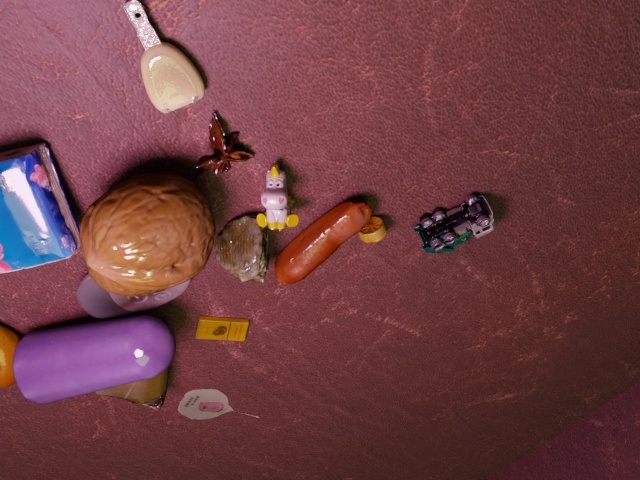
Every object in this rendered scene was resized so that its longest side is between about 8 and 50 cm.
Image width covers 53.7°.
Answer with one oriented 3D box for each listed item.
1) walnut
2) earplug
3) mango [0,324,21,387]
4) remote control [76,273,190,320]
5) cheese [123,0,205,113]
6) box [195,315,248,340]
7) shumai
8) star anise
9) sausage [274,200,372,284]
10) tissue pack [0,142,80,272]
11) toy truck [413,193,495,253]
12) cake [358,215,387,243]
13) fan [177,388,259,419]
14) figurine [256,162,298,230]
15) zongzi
[{"bbox_3d":[-0.413,-0.012,1.510,0.332,0.333,0.333,-6,131,-7],"label":"walnut"},{"bbox_3d":[-0.609,0.318,1.757,0.455,0.215,0.215,-13,133,21],"label":"earplug"},{"bbox_3d":[-0.934,0.331,1.837,0.151,0.120,0.221,2,122,-11],"label":"mango"},{"bbox_3d":[-0.514,0.123,1.753,0.332,0.103,0.221,-28,135,14],"label":"remote control"},{"bbox_3d":[-0.352,-0.401,1.371,0.127,0.054,0.251,-22,130,3],"label":"cheese"},{"bbox_3d":[-0.308,0.277,1.981,0.155,0.023,0.087,6,131,-16],"label":"box"},{"bbox_3d":[-0.180,0.025,1.723,0.184,0.184,0.142,-41,149,23],"label":"shumai"},{"bbox_3d":[-0.265,-0.211,1.557,0.158,0.144,0.140,37,71,-41],"label":"star anise"},{"bbox_3d":[0.000,0.000,1.759,0.348,0.094,0.097,-42,139,21],"label":"sausage"},{"bbox_3d":[-0.707,-0.074,1.485,0.209,0.137,0.270,-12,113,-2],"label":"tissue pack"},{"bbox_3d":[0.387,-0.034,1.803,0.216,0.110,0.116,-26,143,10],"label":"toy truck"},{"bbox_3d":[0.145,-0.029,1.769,0.084,0.084,0.044,-21,129,7],"label":"cake"},{"bbox_3d":[-0.352,0.602,2.259,0.310,0.010,0.182,20,123,-25],"label":"fan"},{"bbox_3d":[-0.113,-0.112,1.619,0.109,0.130,0.178,2,136,13],"label":"figurine"},{"bbox_3d":[-0.620,0.368,1.923,0.317,0.154,0.289,6,121,-9],"label":"zongzi"}]
